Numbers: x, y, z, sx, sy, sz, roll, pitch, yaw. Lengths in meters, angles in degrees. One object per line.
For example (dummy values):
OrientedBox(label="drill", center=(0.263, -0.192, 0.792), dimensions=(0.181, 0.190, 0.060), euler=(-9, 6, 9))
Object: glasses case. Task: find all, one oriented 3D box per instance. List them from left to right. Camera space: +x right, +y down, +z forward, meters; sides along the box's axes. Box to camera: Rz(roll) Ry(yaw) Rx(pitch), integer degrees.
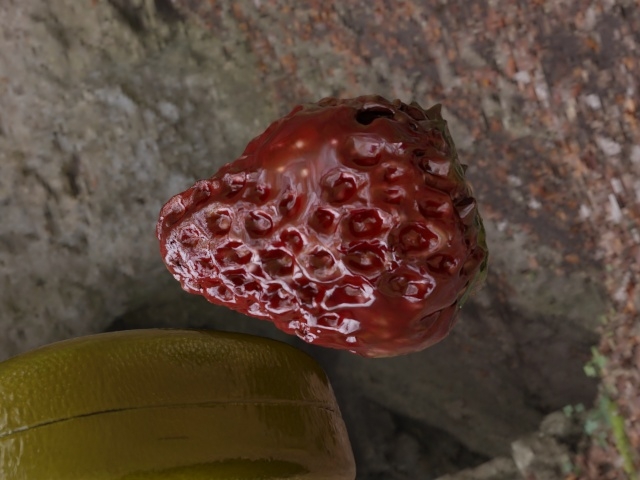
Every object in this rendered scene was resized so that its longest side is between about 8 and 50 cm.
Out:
OrientedBox(label="glasses case", center=(-0.123, 0.155, 0.936), dimensions=(0.173, 0.371, 0.141), euler=(-37, 61, 37))

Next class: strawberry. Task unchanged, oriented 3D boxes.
OrientedBox(label="strawberry", center=(0.000, 0.000, 1.238), dimensions=(0.317, 0.345, 0.295), euler=(-72, -33, -75))
